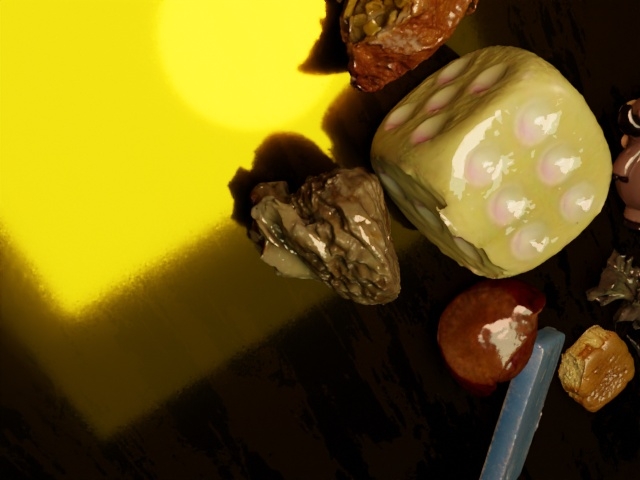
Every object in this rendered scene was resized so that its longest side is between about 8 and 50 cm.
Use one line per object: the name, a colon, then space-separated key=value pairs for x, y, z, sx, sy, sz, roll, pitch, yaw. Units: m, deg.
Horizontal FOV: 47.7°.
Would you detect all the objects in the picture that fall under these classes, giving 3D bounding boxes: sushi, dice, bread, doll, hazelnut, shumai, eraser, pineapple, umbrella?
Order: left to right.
shumai: x=0.002 y=0.000 z=1.042 sx=0.218 sy=0.256 sz=0.189 roll=-3 pitch=74 yaw=9
sushi: x=0.105 y=-0.353 z=0.999 sx=0.179 sy=0.167 sz=0.296 roll=18 pitch=108 yaw=-45
dice: x=0.242 y=-0.112 z=1.062 sx=0.254 sy=0.250 sz=0.252 roll=-41 pitch=114 yaw=-2
hazelnut: x=0.289 y=0.151 z=1.203 sx=0.201 sy=0.170 sz=0.160 roll=-36 pitch=116 yaw=6
eraser: x=0.364 y=0.314 z=1.311 sx=0.144 sy=0.042 sz=0.312 roll=-5 pitch=112 yaw=-57
bread: x=0.519 y=0.239 z=1.366 sx=0.140 sy=0.069 sz=0.128 roll=-42 pitch=114 yaw=-3
umbrella: x=0.646 y=0.237 z=1.435 sx=0.149 sy=0.022 sz=0.022 roll=52 pitch=49 yaw=-24
doll: x=0.579 y=-0.149 z=1.237 sx=0.181 sy=0.117 sz=0.258 roll=-14 pitch=111 yaw=-14
pineapple: x=0.629 y=0.126 z=1.340 sx=0.309 sy=0.141 sz=0.170 roll=23 pitch=123 yaw=-16
